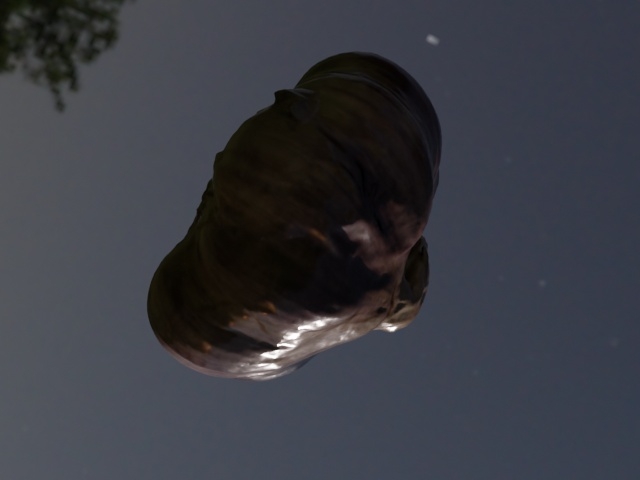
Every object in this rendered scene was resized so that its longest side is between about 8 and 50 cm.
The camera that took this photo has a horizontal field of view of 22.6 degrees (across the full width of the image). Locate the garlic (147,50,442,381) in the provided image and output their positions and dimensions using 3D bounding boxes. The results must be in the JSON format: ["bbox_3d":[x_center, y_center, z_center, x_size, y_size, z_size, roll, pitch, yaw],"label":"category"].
[{"bbox_3d":[0.000,0.000,1.063,0.245,0.160,0.245,-48,173,-8],"label":"garlic"}]
